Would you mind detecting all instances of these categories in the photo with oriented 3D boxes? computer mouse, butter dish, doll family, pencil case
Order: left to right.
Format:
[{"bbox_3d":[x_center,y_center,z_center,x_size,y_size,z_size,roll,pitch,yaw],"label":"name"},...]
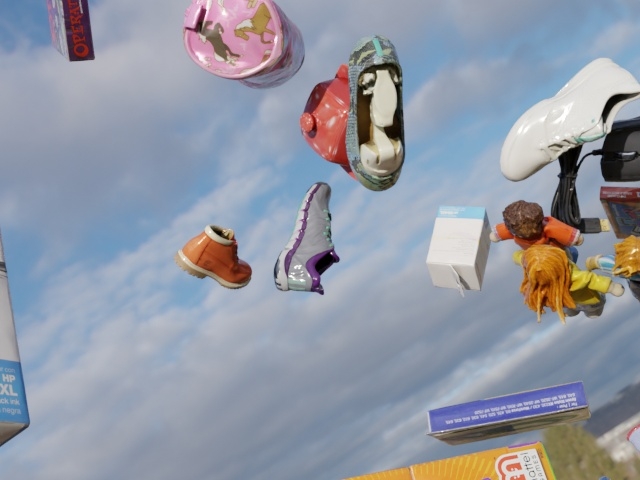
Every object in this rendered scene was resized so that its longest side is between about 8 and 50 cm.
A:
[{"bbox_3d":[-0.123,-0.343,1.628,0.167,0.160,0.386,-17,6,5],"label":"pencil case"},{"bbox_3d":[0.018,-0.202,1.629,0.118,0.160,0.160,-5,-50,-35],"label":"butter dish"},{"bbox_3d":[0.281,0.028,0.897,0.262,0.118,0.163,-2,-19,28],"label":"doll family"},{"bbox_3d":[0.450,-0.095,1.381,0.261,0.060,0.184,-8,-65,-25],"label":"computer mouse"}]

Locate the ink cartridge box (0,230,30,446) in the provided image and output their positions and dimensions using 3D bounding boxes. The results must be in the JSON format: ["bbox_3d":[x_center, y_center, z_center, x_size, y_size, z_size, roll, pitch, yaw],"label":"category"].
[{"bbox_3d":[-0.576,0.128,1.331,0.285,0.395,0.166,-34,-31,29],"label":"ink cartridge box"}]

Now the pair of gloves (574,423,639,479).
[{"bbox_3d":[0.217,0.180,0.629,0.198,0.023,0.159,-33,16,3],"label":"pair of gloves"}]

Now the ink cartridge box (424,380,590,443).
[{"bbox_3d":[0.370,0.337,1.863,0.303,0.072,0.307,-13,-20,13],"label":"ink cartridge box"}]

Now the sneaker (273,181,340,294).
[{"bbox_3d":[0.000,0.000,1.642,0.083,0.098,0.224,74,-148,-56],"label":"sneaker"}]

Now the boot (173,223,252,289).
[{"bbox_3d":[-0.145,0.024,1.476,0.085,0.059,0.158,-49,-34,12],"label":"boot"}]

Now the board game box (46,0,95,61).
[{"bbox_3d":[-0.421,-0.475,1.534,0.056,0.347,0.208,-8,20,-16],"label":"board game box"}]

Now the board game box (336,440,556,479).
[{"bbox_3d":[0.142,0.522,1.221,0.356,0.357,0.356,-9,-35,-8],"label":"board game box"}]

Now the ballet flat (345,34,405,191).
[{"bbox_3d":[0.061,-0.122,1.012,0.070,0.070,0.188,-26,-53,-22],"label":"ballet flat"}]

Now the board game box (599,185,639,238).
[{"bbox_3d":[0.563,-0.041,1.613,0.145,0.027,0.281,2,-12,23],"label":"board game box"}]

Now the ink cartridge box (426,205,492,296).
[{"bbox_3d":[0.251,0.021,1.725,0.089,0.143,0.092,4,-32,22],"label":"ink cartridge box"}]

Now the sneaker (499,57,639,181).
[{"bbox_3d":[0.334,-0.150,1.267,0.212,0.094,0.080,-44,-45,6],"label":"sneaker"}]
